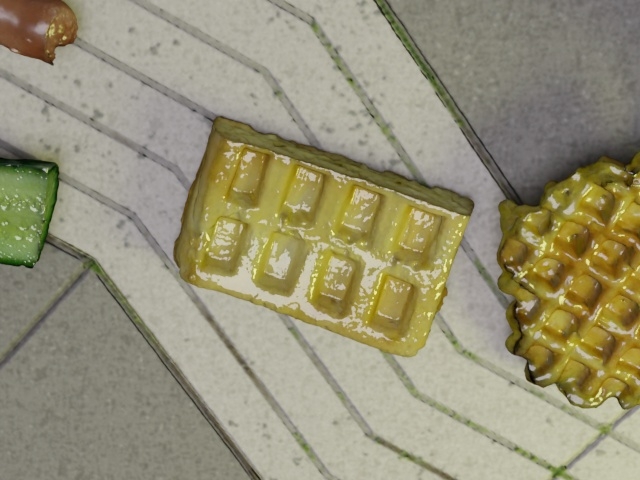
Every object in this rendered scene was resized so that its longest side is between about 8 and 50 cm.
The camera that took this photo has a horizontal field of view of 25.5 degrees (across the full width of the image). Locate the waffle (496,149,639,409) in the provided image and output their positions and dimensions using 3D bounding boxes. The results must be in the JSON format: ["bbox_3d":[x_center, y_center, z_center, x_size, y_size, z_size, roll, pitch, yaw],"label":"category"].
[{"bbox_3d":[0.311,0.041,1.338,0.300,0.058,0.282,6,120,3],"label":"waffle"}]

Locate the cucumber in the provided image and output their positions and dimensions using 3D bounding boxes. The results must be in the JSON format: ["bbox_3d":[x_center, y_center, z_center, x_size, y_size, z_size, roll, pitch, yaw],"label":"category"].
[{"bbox_3d":[-0.377,-0.044,1.385,0.243,0.063,0.115,6,117,3],"label":"cucumber"}]

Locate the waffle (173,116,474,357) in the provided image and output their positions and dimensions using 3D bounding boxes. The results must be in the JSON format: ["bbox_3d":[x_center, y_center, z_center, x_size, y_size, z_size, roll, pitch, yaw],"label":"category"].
[{"bbox_3d":[0.000,0.000,1.368,0.274,0.057,0.168,19,110,-1],"label":"waffle"}]

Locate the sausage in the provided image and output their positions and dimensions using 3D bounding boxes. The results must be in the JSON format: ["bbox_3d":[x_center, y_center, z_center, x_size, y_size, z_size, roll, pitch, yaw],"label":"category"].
[{"bbox_3d":[-0.374,-0.233,1.317,0.304,0.078,0.078,14,109,0],"label":"sausage"}]
